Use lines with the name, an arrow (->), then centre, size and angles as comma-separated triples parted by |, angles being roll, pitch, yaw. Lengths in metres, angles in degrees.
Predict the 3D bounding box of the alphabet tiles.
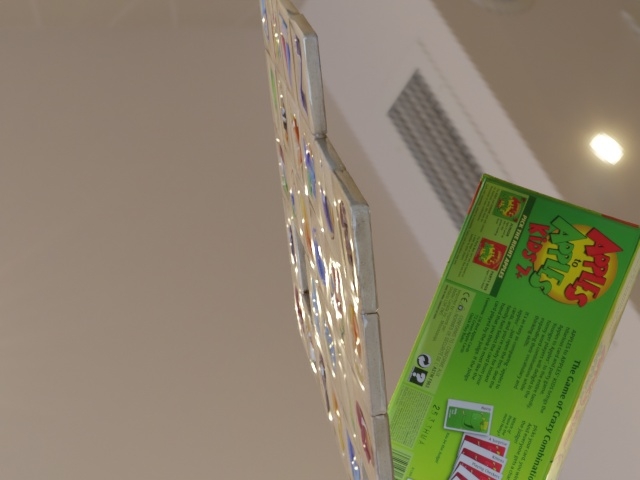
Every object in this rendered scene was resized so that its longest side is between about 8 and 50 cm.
alphabet tiles -> 0.000, 0.000, 0.528 | 0.009, 0.198, 0.237 | -9, -158, -7

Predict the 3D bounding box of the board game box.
board game box -> 0.098, 0.066, 0.654 | 0.092, 0.043, 0.181 | 21, -97, 21
